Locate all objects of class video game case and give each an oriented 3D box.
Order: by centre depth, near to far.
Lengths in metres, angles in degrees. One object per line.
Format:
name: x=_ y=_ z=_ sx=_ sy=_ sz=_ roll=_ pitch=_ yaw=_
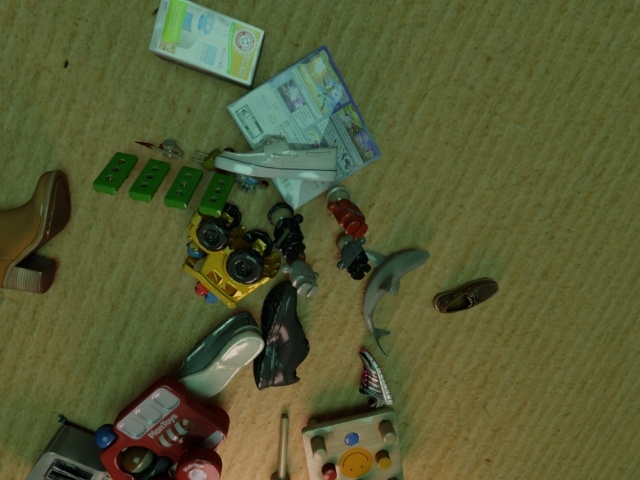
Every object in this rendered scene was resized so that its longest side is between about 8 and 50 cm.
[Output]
video game case: x=-0.032 y=-0.242 z=0.950 sx=0.244 sy=0.061 sz=0.270 roll=-31 pitch=111 yaw=1

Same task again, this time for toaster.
toaster: x=-0.604 y=0.552 z=1.028 sx=0.185 sy=0.110 sz=0.168 roll=33 pitch=95 yaw=-14

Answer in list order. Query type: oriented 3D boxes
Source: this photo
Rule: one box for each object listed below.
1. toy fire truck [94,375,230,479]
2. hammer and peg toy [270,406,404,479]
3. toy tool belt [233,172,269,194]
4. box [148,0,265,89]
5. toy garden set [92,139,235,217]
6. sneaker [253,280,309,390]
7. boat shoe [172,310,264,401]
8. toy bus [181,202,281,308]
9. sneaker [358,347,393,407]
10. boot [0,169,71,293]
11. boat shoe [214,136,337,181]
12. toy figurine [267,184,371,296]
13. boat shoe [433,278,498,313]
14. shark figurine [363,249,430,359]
toy fire truck: x=-0.372 y=0.471 z=0.995 sx=0.302 sy=0.169 sz=0.254 roll=-39 pitch=108 yaw=11
hammer and peg toy: x=0.037 y=0.586 z=1.126 sx=0.360 sy=0.127 sz=0.266 roll=-9 pitch=104 yaw=-7
toy tool belt: x=-0.164 y=-0.131 z=0.976 sx=0.083 sy=0.052 sz=0.051 roll=31 pitch=128 yaw=-11
box: x=-0.223 y=-0.398 z=0.871 sx=0.203 sy=0.103 sz=0.114 roll=17 pitch=100 yaw=-12
toy garden set: x=-0.302 y=-0.137 z=0.894 sx=0.244 sy=0.204 sz=0.049 roll=12 pitch=136 yaw=-3
sneaker: x=-0.085 y=0.232 z=1.051 sx=0.130 sy=0.109 sz=0.287 roll=6 pitch=109 yaw=-20
boat shoe: x=-0.264 y=0.290 z=1.036 sx=0.319 sy=0.099 sz=0.116 roll=-41 pitch=134 yaw=17
toy bus: x=-0.232 y=0.044 z=0.965 sx=0.211 sy=0.149 sz=0.220 roll=-41 pitch=104 yaw=19
sneaker: x=0.129 y=0.367 z=1.120 sx=0.074 sy=0.063 sz=0.171 roll=-24 pitch=100 yaw=-2
boot: x=-0.665 y=-0.037 z=0.898 sx=0.220 sy=0.109 sz=0.284 roll=17 pitch=107 yaw=-8
boat shoe: x=-0.088 y=-0.174 z=0.888 sx=0.257 sy=0.095 sz=0.084 roll=1 pitch=104 yaw=-23
toy figurine: x=0.000 y=0.000 z=0.953 sx=0.212 sy=0.148 sz=0.210 roll=-21 pitch=135 yaw=-5
boat shoe: x=0.387 y=0.152 z=1.115 sx=0.177 sy=0.060 sz=0.064 roll=-18 pitch=105 yaw=-5
shark figurine: x=0.154 y=0.137 z=1.051 sx=0.166 sy=0.116 sz=0.279 roll=21 pitch=97 yaw=-11
